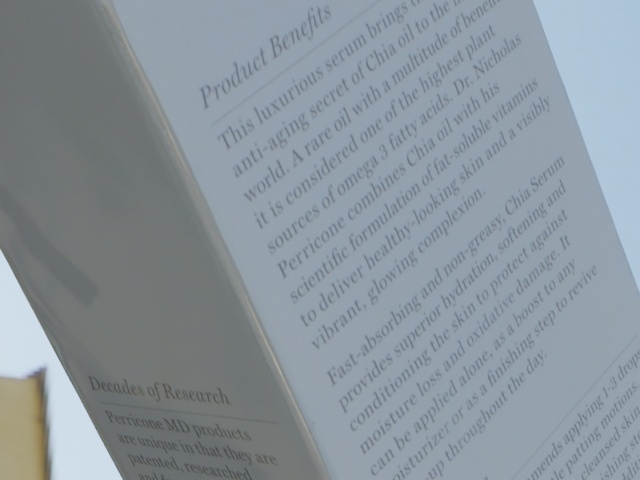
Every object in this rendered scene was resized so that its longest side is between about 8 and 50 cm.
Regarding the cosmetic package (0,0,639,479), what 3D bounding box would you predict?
[{"bbox_3d":[0.000,0.000,0.753,0.161,0.230,0.453,0,-59,45],"label":"cosmetic package"}]
